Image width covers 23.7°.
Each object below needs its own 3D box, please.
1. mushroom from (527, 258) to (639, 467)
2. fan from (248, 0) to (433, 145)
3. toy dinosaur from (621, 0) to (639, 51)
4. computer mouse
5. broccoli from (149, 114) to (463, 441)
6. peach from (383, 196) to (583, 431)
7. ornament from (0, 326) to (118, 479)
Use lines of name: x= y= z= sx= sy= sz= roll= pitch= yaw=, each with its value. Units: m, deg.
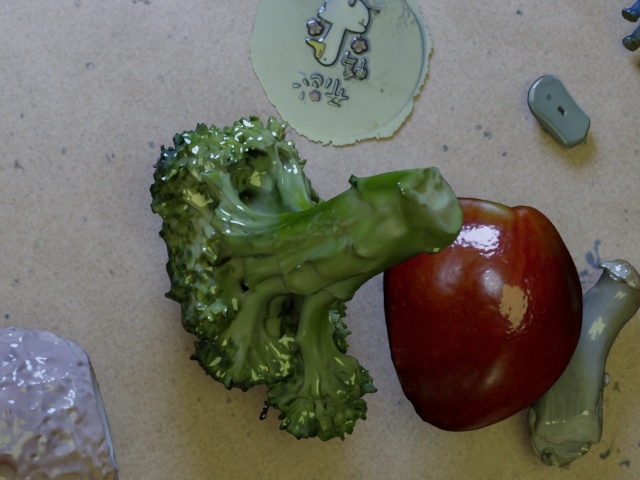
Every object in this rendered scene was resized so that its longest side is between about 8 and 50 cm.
mushroom: x=0.333 y=0.152 z=1.920 sx=0.099 sy=0.096 sz=0.278 roll=25 pitch=79 yaw=-12
fan: x=0.046 y=-0.322 z=1.913 sx=0.233 sy=0.012 sz=0.415 roll=15 pitch=85 yaw=-12
toy dinosaur: x=0.485 y=-0.297 z=1.986 sx=0.247 sy=0.075 sz=0.188 roll=43 pitch=72 yaw=-2
computer mouse: x=0.304 y=-0.164 z=1.956 sx=0.056 sy=0.032 sz=0.110 roll=-47 pitch=108 yaw=-9
broccoli: x=-0.031 y=-0.017 z=1.708 sx=0.353 sy=0.397 sz=0.275 roll=29 pitch=53 yaw=7
peach: x=0.191 y=0.091 z=1.797 sx=0.248 sy=0.245 sz=0.275 roll=11 pitch=83 yaw=-31
ornament: x=-0.347 y=0.222 z=1.685 sx=0.225 sy=0.259 sz=0.259 roll=-15 pitch=91 yaw=-8
